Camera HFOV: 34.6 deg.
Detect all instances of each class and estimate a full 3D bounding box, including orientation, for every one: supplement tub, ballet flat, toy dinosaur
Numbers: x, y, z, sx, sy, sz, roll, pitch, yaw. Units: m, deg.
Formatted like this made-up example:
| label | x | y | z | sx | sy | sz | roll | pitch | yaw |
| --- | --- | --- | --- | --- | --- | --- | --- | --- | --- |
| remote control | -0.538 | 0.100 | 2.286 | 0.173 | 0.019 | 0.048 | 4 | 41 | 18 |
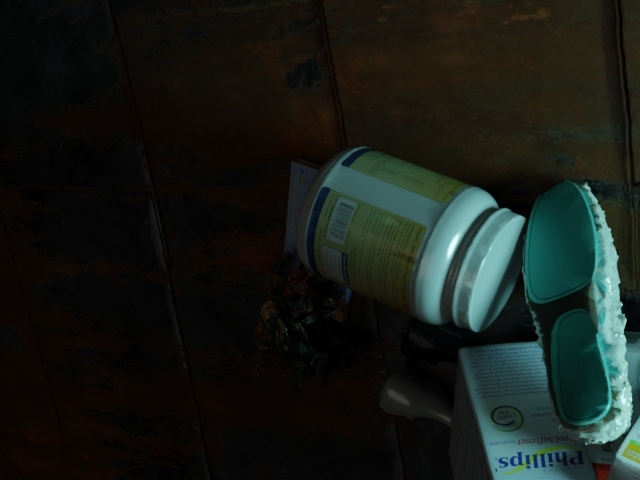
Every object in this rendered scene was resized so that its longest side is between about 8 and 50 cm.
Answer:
| label | x | y | z | sx | sy | sz | roll | pitch | yaw |
| --- | --- | --- | --- | --- | --- | --- | --- | --- | --- |
| supplement tub | 0.145 | -0.002 | 1.636 | 0.316 | 0.228 | 0.228 | 23 | 120 | 27 |
| ballet flat | 0.383 | 0.112 | 1.510 | 0.147 | 0.147 | 0.408 | -25 | 51 | 39 |
| toy dinosaur | -0.035 | 0.149 | 1.877 | 0.218 | 0.164 | 0.322 | 53 | 149 | 25 |

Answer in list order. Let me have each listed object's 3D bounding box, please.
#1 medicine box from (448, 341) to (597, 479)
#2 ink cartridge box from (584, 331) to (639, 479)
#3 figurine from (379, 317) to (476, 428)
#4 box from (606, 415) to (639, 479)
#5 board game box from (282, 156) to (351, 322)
| label | x | y | z | sx | sy | sz | roll | pitch | yaw |
| --- | --- | --- | --- | --- | --- | --- | --- | --- | --- |
| medicine box | 0.299 | 0.349 | 1.574 | 0.149 | 0.289 | 0.263 | -5 | 132 | -4 |
| ink cartridge box | 0.542 | 0.331 | 1.570 | 0.308 | 0.091 | 0.384 | -1 | 106 | 36 |
| figurine | 0.226 | 0.251 | 1.774 | 0.210 | 0.092 | 0.214 | 29 | 123 | 19 |
| box | 0.477 | 0.311 | 1.426 | 0.114 | 0.203 | 0.103 | 24 | 123 | 25 |
| board game box | 0.000 | 0.000 | 1.872 | 0.145 | 0.027 | 0.281 | 21 | 119 | 29 |
